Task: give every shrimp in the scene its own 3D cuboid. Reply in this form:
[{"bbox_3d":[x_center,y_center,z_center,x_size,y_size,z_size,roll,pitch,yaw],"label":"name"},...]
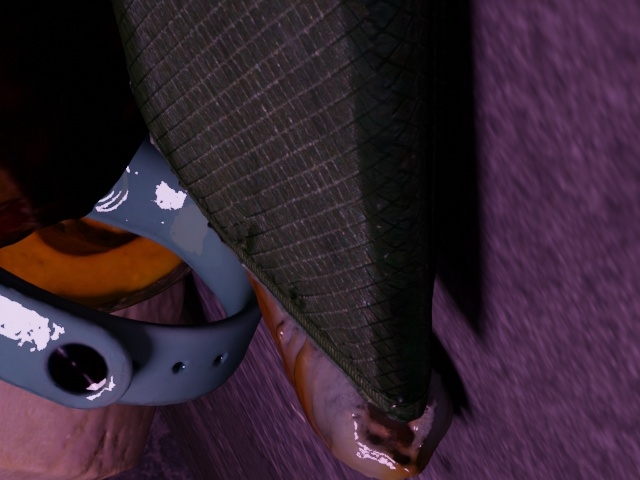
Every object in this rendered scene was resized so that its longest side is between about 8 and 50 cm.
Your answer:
[{"bbox_3d":[0.000,0.000,0.606,0.161,0.049,0.166,-129,24,-56],"label":"shrimp"}]

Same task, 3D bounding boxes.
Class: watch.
[{"bbox_3d":[-0.140,-0.005,0.808,0.195,0.237,0.068,-77,12,-57],"label":"watch"}]

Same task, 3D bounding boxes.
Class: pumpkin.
[{"bbox_3d":[-0.185,-0.042,1.064,0.278,0.163,0.111,60,168,27],"label":"pumpkin"}]

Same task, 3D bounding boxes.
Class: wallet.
[{"bbox_3d":[-0.015,-0.062,0.463,0.160,0.055,0.236,52,163,32],"label":"wallet"}]

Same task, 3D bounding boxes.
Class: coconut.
[{"bbox_3d":[-0.255,0.084,1.280,0.328,0.329,0.329,60,169,20],"label":"coconut"}]

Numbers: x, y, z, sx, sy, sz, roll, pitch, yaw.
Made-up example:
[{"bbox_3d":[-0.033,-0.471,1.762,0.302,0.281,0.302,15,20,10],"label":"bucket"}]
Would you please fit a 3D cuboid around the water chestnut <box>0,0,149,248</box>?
[{"bbox_3d":[-0.198,-0.121,0.636,0.300,0.300,0.300,60,169,20],"label":"water chestnut"}]
